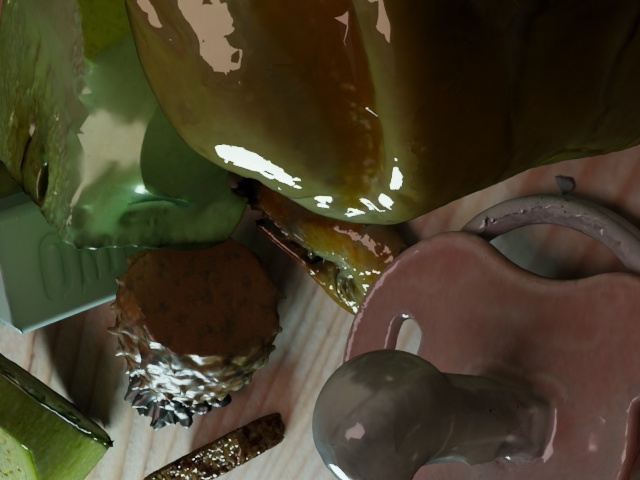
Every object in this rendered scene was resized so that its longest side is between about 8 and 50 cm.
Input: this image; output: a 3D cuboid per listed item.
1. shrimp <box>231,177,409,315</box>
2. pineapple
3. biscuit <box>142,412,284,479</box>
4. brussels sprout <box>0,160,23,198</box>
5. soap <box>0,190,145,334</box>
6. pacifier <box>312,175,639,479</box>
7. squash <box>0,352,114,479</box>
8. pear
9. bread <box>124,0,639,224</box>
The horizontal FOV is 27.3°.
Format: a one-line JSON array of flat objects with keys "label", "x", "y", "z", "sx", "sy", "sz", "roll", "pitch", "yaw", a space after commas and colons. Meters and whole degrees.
[{"label": "shrimp", "x": -0.001, "y": 0.001, "z": 1.113, "sx": 0.217, "sy": 0.051, "sz": 0.115, "roll": 32, "pitch": 131, "yaw": 32}, {"label": "pineapple", "x": -0.131, "y": 0.108, "z": 1.239, "sx": 0.158, "sy": 0.158, "sz": 0.278, "roll": 53, "pitch": 151, "yaw": 17}, {"label": "biscuit", "x": -0.110, "y": 0.221, "z": 1.320, "sx": 0.199, "sy": 0.064, "sz": 0.034, "roll": -34, "pitch": 82, "yaw": 49}, {"label": "brussels sprout", "x": -0.371, "y": -0.020, "z": 1.362, "sx": 0.259, "sy": 0.294, "sz": 0.227, "roll": 118, "pitch": 150, "yaw": -67}, {"label": "soap", "x": -0.233, "y": 0.003, "z": 1.254, "sx": 0.066, "sy": 0.198, "sz": 0.119, "roll": 8, "pitch": 113, "yaw": 48}, {"label": "pacifier", "x": 0.121, "y": 0.120, "z": 0.908, "sx": 0.332, "sy": 0.273, "sz": 0.220, "roll": 16, "pitch": 135, "yaw": 44}, {"label": "squash", "x": -0.347, "y": 0.199, "z": 1.455, "sx": 0.220, "sy": 0.133, "sz": 0.220, "roll": 41, "pitch": 166, "yaw": 12}, {"label": "pear", "x": -0.163, "y": -0.156, "z": 1.125, "sx": 0.286, "sy": 0.176, "sz": 0.282, "roll": 39, "pitch": 127, "yaw": 52}, {"label": "bread", "x": 0.059, "y": -0.163, "z": 0.747, "sx": 0.210, "sy": 0.341, "sz": 0.300, "roll": 5, "pitch": 106, "yaw": 55}]
